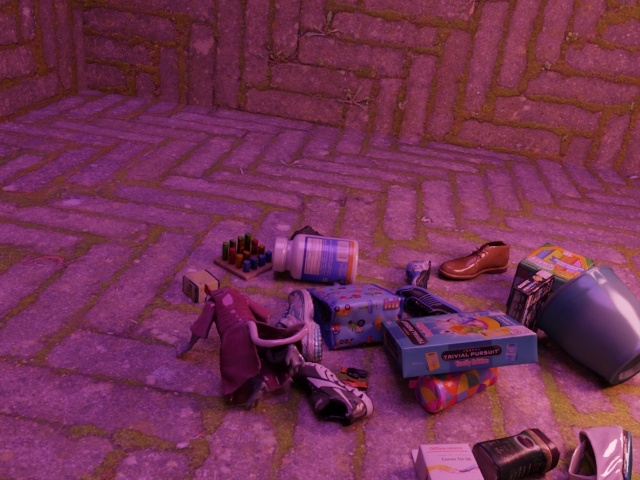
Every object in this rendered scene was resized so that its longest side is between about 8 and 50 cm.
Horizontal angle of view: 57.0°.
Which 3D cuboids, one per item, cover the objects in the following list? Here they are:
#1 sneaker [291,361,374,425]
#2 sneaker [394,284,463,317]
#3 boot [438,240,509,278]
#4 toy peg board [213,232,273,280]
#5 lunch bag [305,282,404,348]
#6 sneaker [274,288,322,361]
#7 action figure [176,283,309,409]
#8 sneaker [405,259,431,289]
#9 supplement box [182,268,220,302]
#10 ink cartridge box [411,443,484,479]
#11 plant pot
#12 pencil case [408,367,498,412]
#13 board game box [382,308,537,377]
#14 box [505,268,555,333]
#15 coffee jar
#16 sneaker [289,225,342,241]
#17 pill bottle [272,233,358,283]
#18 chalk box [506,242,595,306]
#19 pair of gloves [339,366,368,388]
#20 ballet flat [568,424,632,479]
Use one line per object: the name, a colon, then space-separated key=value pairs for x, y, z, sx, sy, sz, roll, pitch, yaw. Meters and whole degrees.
sneaker: x=0.007 y=0.370 z=1.417 sx=0.234 sy=0.078 sz=0.106 roll=25 pitch=29 yaw=28
sneaker: x=0.325 y=0.209 z=1.809 sx=0.232 sy=0.082 sz=0.090 roll=22 pitch=23 yaw=24
boot: x=0.554 y=0.064 z=2.119 sx=0.305 sy=0.115 sz=0.112 roll=-9 pitch=32 yaw=-26
toy peg board: x=-0.249 y=0.046 z=1.993 sx=0.160 sy=0.079 sz=0.161 roll=25 pitch=32 yaw=32
lunch bag: x=0.087 y=0.187 z=1.767 sx=0.220 sy=0.138 sz=0.293 roll=-5 pitch=20 yaw=-17
sneaker: x=-0.075 y=0.228 z=1.649 sx=0.122 sy=0.110 sz=0.283 roll=-3 pitch=28 yaw=-11
action figure: x=-0.217 y=0.220 z=1.473 sx=0.247 sy=0.276 sz=0.370 roll=-17 pitch=48 yaw=-28
sneaker: x=0.325 y=0.123 z=1.999 sx=0.081 sy=0.080 sz=0.211 roll=7 pitch=16 yaw=14
supplement box: x=-0.366 y=0.139 z=1.805 sx=0.083 sy=0.056 sz=0.083 roll=-17 pitch=35 yaw=-39
ink cartridge box: x=0.272 y=0.496 z=1.243 sx=0.115 sy=0.067 sz=0.198 roll=2 pitch=27 yaw=-9
plant pot: x=0.804 y=0.255 z=1.668 sx=0.271 sy=0.272 sz=0.255 roll=-8 pitch=46 yaw=-28
pencil case: x=0.347 y=0.357 z=1.508 sx=0.236 sy=0.105 sz=0.104 roll=-9 pitch=31 yaw=-33
board game box: x=0.350 y=0.261 z=1.539 sx=0.335 sy=0.079 sz=0.254 roll=-5 pitch=8 yaw=-5
box: x=0.598 y=0.210 z=1.720 sx=0.051 sy=0.221 sz=0.175 roll=28 pitch=34 yaw=36
coffee jar: x=0.433 y=0.479 z=1.304 sx=0.184 sy=0.079 sz=0.096 roll=-6 pitch=26 yaw=-22
sneaker: x=0.000 y=0.000 z=2.136 sx=0.227 sy=0.087 sz=0.130 roll=0 pitch=33 yaw=-3
pill bottle: x=-0.018 y=0.059 z=1.945 sx=0.271 sy=0.153 sz=0.152 roll=5 pitch=27 yaw=-2
chalk box: x=0.738 y=0.153 z=1.917 sx=0.179 sy=0.181 sz=0.288 roll=26 pitch=34 yaw=34
pair of gloves: x=0.087 y=0.359 z=1.535 sx=0.074 sy=0.010 sz=0.083 roll=7 pitch=24 yaw=3
ballet flat: x=0.586 y=0.525 z=1.229 sx=0.139 sy=0.139 sz=0.400 roll=17 pitch=24 yaw=19
